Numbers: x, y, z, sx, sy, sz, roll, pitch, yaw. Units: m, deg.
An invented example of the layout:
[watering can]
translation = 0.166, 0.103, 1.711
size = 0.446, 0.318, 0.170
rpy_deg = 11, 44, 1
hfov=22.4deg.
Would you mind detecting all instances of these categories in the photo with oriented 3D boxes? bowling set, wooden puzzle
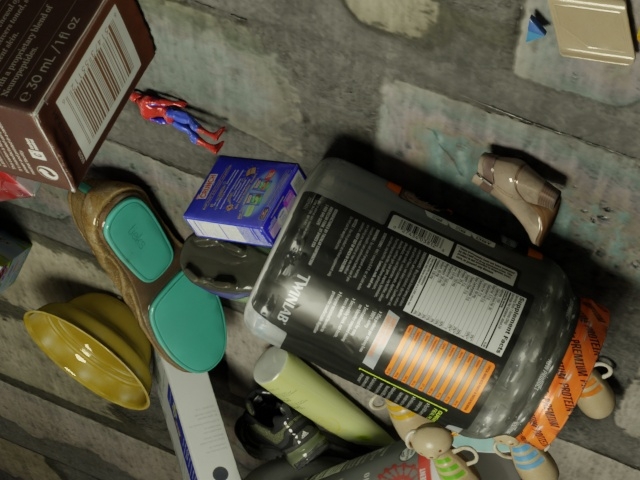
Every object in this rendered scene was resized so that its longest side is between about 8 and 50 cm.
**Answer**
[bowling set]
translation = 0.189, 0.220, 1.806
size = 0.287, 0.199, 0.154
rpy_deg = -16, 131, 21
[wooden puzzle]
translation = 0.224, -0.176, 1.322
size = 0.116, 0.014, 0.078
rpy_deg = 16, 148, 20

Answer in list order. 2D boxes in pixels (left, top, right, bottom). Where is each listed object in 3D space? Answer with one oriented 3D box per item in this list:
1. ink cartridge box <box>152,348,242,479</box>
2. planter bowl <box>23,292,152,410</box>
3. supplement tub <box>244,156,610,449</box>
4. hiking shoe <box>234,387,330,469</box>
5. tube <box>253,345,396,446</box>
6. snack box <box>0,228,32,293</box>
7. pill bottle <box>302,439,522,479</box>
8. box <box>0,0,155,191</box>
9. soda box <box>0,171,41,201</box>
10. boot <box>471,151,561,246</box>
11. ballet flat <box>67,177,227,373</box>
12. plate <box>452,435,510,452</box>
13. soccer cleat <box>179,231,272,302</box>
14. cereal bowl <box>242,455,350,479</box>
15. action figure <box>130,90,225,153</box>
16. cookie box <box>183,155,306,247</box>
[ink cartridge box]
translation = -0.162, 0.301, 2.240
size = 0.065, 0.332, 0.165
rpy_deg = -12, 157, -14
[planter bowl]
translation = -0.305, 0.138, 2.273
size = 0.217, 0.090, 0.217
rpy_deg = 30, 155, 15
[supplement tub]
translation = 0.109, 0.070, 1.657
size = 0.338, 0.207, 0.207
rpy_deg = 26, 154, 1
[hiking shoe]
translation = -0.069, 0.253, 2.305
size = 0.227, 0.086, 0.114
rpy_deg = 0, 122, 62
[tube]
translation = 0.007, 0.228, 2.211
size = 0.240, 0.062, 0.070
rpy_deg = 40, -166, -36
[snack box]
translation = -0.489, 0.007, 2.131
size = 0.174, 0.070, 0.207
rpy_deg = 27, -174, -4
[pill bottle]
translation = 0.079, 0.388, 2.136
size = 0.363, 0.210, 0.210
rpy_deg = -27, 126, 30
[box]
translation = -0.383, -0.201, 1.625
size = 0.381, 0.191, 0.143
rpy_deg = 14, 151, 21
[soda box]
translation = -0.434, -0.100, 1.974
size = 0.263, 0.083, 0.092
rpy_deg = -6, 141, 47
[boot]
translation = 0.188, -0.044, 1.572
size = 0.087, 0.042, 0.118
rpy_deg = 27, 154, 13
[ballet flat]
translation = -0.223, 0.035, 2.025
size = 0.124, 0.116, 0.342
rpy_deg = 32, 162, 40
[plate]
translation = 0.199, 0.193, 1.932
size = 0.188, 0.024, 0.188
rpy_deg = 5, 139, 4
[soccer cleat]
translation = -0.026, 0.054, 1.903
size = 0.289, 0.093, 0.121
rpy_deg = 22, -173, 11
[cereal bowl]
translation = 0.033, 0.428, 2.456
size = 0.339, 0.141, 0.339
rpy_deg = 21, 154, 11
[action figure]
translation = -0.155, -0.132, 1.726
size = 0.115, 0.030, 0.038
rpy_deg = 26, 149, 12
[cookie box]
translation = -0.080, -0.043, 1.751
size = 0.107, 0.091, 0.040
rpy_deg = 9, 146, 33
